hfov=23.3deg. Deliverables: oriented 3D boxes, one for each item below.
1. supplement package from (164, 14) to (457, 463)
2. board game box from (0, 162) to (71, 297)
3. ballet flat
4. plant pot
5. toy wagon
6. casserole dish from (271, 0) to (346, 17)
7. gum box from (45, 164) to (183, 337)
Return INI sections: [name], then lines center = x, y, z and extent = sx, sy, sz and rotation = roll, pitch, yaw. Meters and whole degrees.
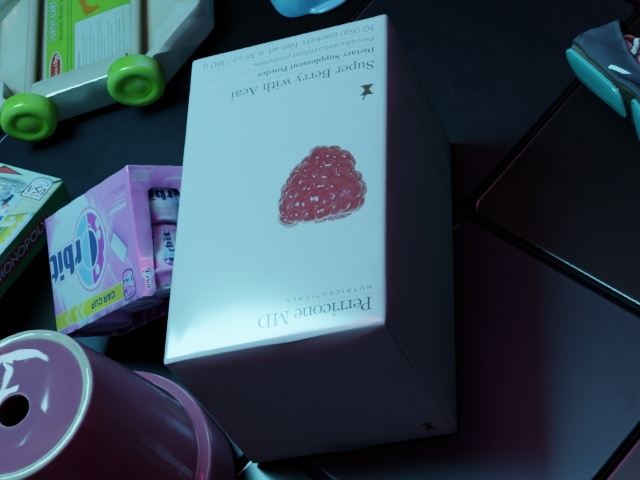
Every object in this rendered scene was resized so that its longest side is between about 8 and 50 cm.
[supplement package]
center = 0.000, 0.000, 1.229
extent = 0.177, 0.175, 0.293
rotation = -11, 53, 17
[board game box]
center = -0.422, -0.009, 1.462
extent = 0.317, 0.046, 0.213
rotation = 14, 48, 23
[ballet flat]
center = 0.271, -0.113, 1.251
extent = 0.074, 0.074, 0.203
rotation = -31, 47, 3
[plant pot]
center = -0.190, 0.168, 1.198
extent = 0.201, 0.180, 0.201
rotation = -12, 53, 17
[toy wagon]
center = -0.275, -0.218, 1.594
extent = 0.344, 0.068, 0.267
rotation = -17, 51, 15
[casserole dish]
center = -0.016, -0.300, 1.547
extent = 0.114, 0.037, 0.188
rotation = -26, 48, 6
[gum box]
center = -0.162, 0.011, 1.289
extent = 0.188, 0.062, 0.107
rotation = -25, 70, 56
